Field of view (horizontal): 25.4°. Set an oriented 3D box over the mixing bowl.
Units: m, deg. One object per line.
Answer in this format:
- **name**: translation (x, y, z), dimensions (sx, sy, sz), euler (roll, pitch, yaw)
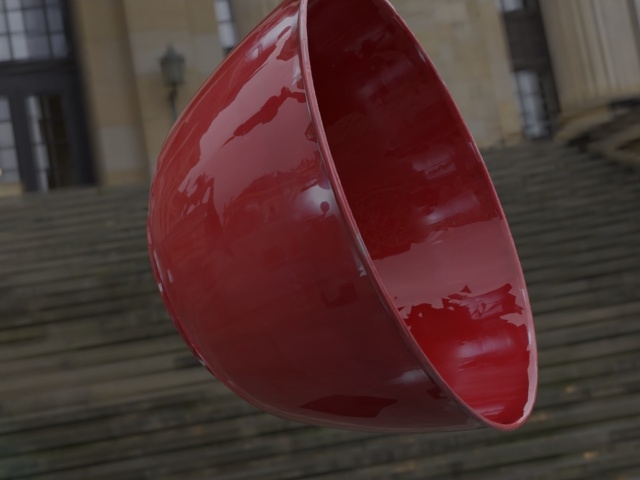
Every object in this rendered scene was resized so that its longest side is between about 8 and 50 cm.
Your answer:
- **mixing bowl**: translation (0.000, 0.000, 0.533), dimensions (0.098, 0.181, 0.181), euler (-24, -12, 22)
